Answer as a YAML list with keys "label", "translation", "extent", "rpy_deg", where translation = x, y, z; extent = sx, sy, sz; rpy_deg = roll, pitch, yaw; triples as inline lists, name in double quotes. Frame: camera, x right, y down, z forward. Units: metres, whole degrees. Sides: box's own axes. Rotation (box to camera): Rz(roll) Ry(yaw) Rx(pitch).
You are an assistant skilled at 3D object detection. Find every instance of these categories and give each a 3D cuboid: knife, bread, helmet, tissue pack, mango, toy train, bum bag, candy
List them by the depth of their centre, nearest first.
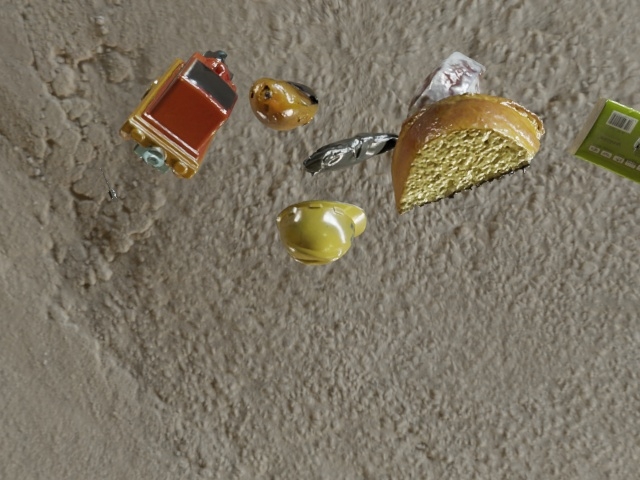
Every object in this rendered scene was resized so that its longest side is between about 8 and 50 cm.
- label: "bread"
  translation: [0.203, -0.151, 0.759]
  extent: [0.260, 0.129, 0.134]
  rpy_deg: [-24, 121, 30]
- label: "toy train"
  translation: [-0.275, -0.274, 1.002]
  extent: [0.231, 0.369, 0.163]
  rpy_deg: [-35, 120, 29]
- label: "bum bag"
  translation: [0.079, -0.236, 1.261]
  extent: [0.326, 0.142, 0.079]
  rpy_deg: [-22, 96, -31]
- label: "candy"
  translation: [0.340, -0.373, 1.291]
  extent: [0.157, 0.289, 0.214]
  rpy_deg: [33, 145, 10]
- label: "helmet"
  translation: [0.000, 0.000, 1.330]
  extent: [0.257, 0.140, 0.205]
  rpy_deg: [0, 146, 4]
- label: "knife"
  translation: [-0.586, -0.152, 1.337]
  extent: [0.019, 0.245, 0.072]
  rpy_deg: [-23, 93, -20]
- label: "mango"
  translation: [-0.105, -0.391, 1.386]
  extent: [0.156, 0.249, 0.151]
  rpy_deg: [40, 117, 19]
- label: "tissue pack"
  translation: [0.980, -0.309, 1.538]
  extent: [0.275, 0.167, 0.200]
  rpy_deg: [27, 113, 9]

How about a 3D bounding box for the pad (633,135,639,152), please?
- label: "pad"
  translation: [0.613, -0.275, 0.785]
  extent: [0.009, 0.159, 0.265]
  rpy_deg: [35, 153, 15]
